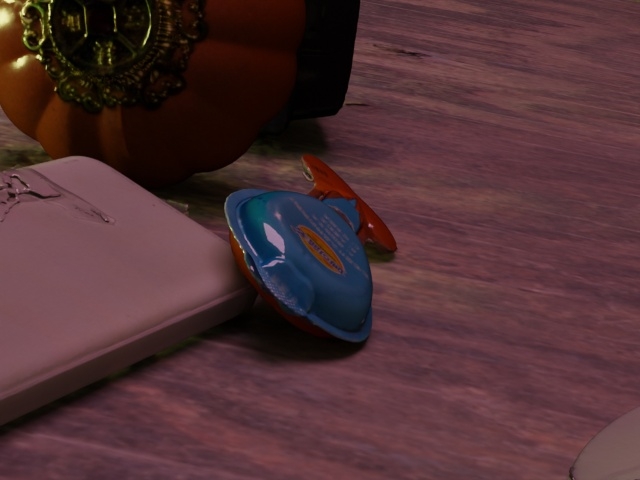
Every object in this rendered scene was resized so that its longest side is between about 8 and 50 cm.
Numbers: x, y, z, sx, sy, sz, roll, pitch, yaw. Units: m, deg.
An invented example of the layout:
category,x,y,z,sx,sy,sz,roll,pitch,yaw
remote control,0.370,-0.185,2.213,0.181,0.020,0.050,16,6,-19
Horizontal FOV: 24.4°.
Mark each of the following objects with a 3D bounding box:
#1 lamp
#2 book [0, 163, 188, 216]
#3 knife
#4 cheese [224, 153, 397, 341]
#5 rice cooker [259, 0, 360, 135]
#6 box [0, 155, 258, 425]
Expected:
category,x,y,z,sx,sy,sz,roll,pitch,yaw
lamp,-0.119,-0.146,0.993,0.223,0.223,0.196,11,9,6
book,-0.167,-0.010,0.877,0.127,0.014,0.182,14,18,13
knife,0.239,0.081,0.766,0.336,0.043,0.081,-6,17,-35
cheese,0.000,0.000,0.852,0.106,0.037,0.256,47,16,-2
rice cooker,-0.080,-0.216,1.202,0.224,0.267,0.267,6,17,-7
box,-0.149,0.019,0.712,0.142,0.044,0.285,31,23,19
